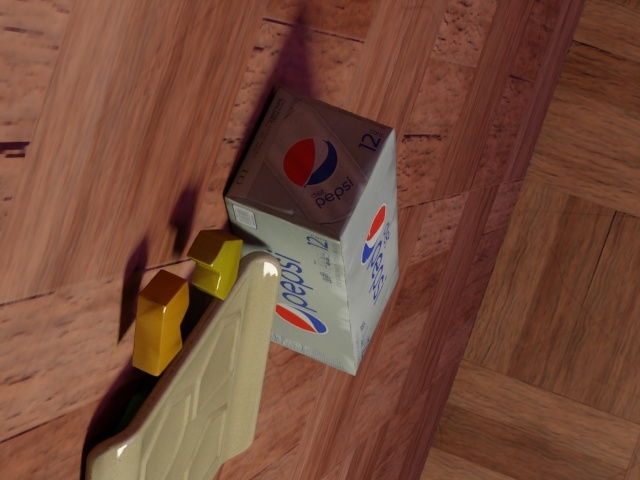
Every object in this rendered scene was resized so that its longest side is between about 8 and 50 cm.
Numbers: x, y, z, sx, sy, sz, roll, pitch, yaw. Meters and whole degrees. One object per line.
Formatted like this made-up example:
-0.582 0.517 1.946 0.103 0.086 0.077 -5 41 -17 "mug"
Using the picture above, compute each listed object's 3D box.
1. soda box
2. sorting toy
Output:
0.000 0.000 1.360 0.286 0.091 0.098 81 32 -68 "soda box"
-0.098 0.105 1.225 0.229 0.041 0.307 -52 159 -46 "sorting toy"
